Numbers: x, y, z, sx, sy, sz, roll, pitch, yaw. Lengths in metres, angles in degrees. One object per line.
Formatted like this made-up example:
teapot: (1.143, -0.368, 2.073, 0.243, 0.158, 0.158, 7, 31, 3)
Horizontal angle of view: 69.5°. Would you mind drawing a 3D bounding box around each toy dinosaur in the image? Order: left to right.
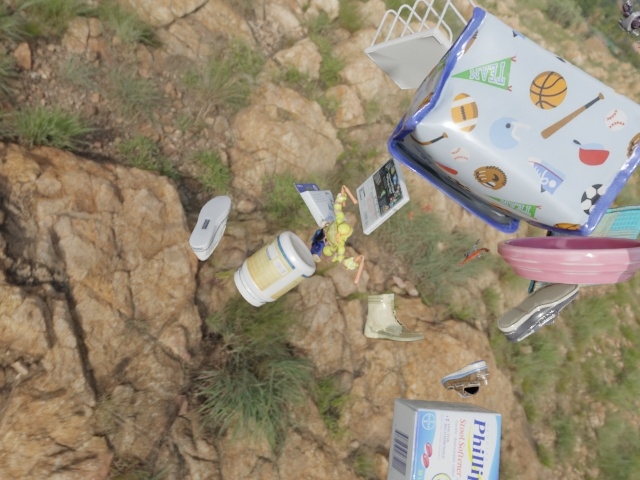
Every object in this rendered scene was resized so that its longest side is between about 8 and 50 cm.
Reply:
toy dinosaur: (0.459, 0.044, 1.359, 0.047, 0.082, 0.090, 39, 78, 0)

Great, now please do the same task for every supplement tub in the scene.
supplement tub: (-0.129, 0.082, 1.306, 0.144, 0.199, 0.144, 50, 14, -18)

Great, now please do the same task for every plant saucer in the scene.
plant saucer: (0.603, 0.043, 1.110, 0.331, 0.331, 0.084, -8, 98, -43)

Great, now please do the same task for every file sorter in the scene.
file sorter: (0.308, -0.576, 1.328, 0.192, 0.277, 0.173, 29, 82, -35)

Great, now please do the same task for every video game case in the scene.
video game case: (0.179, -0.136, 1.364, 0.022, 0.173, 0.191, 25, 40, -29)

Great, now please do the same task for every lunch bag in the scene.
lunch bag: (0.306, -0.176, 0.830, 0.327, 0.239, 0.385, 33, 8, -2)

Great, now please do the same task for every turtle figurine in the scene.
turtle figurine: (0.048, -0.001, 1.292, 0.087, 0.217, 0.270, -7, 79, -12)

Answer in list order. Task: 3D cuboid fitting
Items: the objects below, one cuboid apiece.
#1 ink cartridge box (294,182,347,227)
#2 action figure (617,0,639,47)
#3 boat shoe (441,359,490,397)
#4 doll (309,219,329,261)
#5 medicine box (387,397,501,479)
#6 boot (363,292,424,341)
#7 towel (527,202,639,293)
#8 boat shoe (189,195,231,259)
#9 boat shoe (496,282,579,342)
ink cartridge box: (0.005, -0.161, 1.961, 0.224, 0.045, 0.223, 58, 24, 7)
action figure: (0.672, -0.505, 0.889, 0.285, 0.185, 0.099, 54, 15, -23)
boat shoe: (0.364, 0.360, 1.165, 0.066, 0.183, 0.066, -9, 63, -16)
doll: (0.000, 0.000, 1.726, 0.046, 0.129, 0.189, 42, 46, -27)
medicine box: (0.359, 0.616, 1.344, 0.288, 0.149, 0.264, 10, 80, -17)
boot: (0.322, 0.332, 2.006, 0.095, 0.261, 0.204, 25, 69, -64)
towel: (0.807, 0.029, 1.381, 0.369, 0.272, 0.040, -6, 28, -20)
boat shoe: (-0.376, -0.046, 1.621, 0.096, 0.088, 0.268, 3, 47, 7)
boat shoe: (0.513, 0.167, 1.079, 0.065, 0.206, 0.075, 57, 2, -18)
